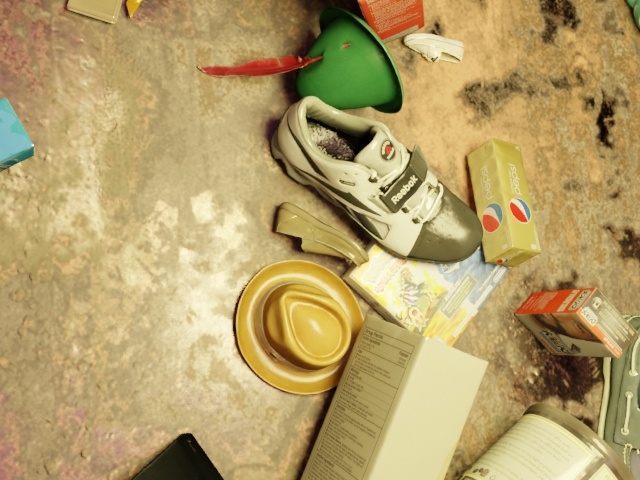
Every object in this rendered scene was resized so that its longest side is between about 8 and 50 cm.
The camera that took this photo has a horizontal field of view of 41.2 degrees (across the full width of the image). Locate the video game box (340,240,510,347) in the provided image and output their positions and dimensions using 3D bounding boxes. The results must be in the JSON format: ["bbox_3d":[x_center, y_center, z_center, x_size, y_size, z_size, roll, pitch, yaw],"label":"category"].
[{"bbox_3d":[0.163,0.039,1.248,0.187,0.048,0.205,42,73,-7],"label":"video game box"}]

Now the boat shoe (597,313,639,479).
[{"bbox_3d":[0.499,0.272,1.301,0.116,0.099,0.319,2,83,-18],"label":"boat shoe"}]

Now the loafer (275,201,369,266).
[{"bbox_3d":[0.000,0.000,1.189,0.148,0.056,0.050,31,90,12],"label":"loafer"}]

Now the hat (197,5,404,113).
[{"bbox_3d":[-0.018,-0.202,1.167,0.184,0.208,0.173,-36,120,-13],"label":"hat"}]

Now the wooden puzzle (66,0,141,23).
[{"bbox_3d":[-0.303,-0.334,1.158,0.116,0.014,0.078,22,73,-15],"label":"wooden puzzle"}]

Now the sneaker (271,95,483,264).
[{"bbox_3d":[0.085,-0.080,1.153,0.331,0.146,0.122,30,71,-2],"label":"sneaker"}]

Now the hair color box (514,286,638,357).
[{"bbox_3d":[0.367,0.121,1.240,0.093,0.167,0.053,46,72,-7],"label":"hair color box"}]

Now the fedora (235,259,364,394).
[{"bbox_3d":[-0.019,0.117,1.161,0.194,0.079,0.194,2,82,-17],"label":"fedora"}]

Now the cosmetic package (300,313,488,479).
[{"bbox_3d":[0.080,0.267,1.104,0.113,0.160,0.309,25,86,-26],"label":"cosmetic package"}]

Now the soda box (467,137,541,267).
[{"bbox_3d":[0.269,-0.057,1.253,0.058,0.061,0.181,9,62,-30],"label":"soda box"}]

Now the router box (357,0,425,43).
[{"bbox_3d":[0.044,-0.455,1.132,0.082,0.301,0.335,-20,89,8],"label":"router box"}]

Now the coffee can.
[{"bbox_3d":[0.268,0.387,1.158,0.275,0.201,0.201,-38,96,-18],"label":"coffee can"}]

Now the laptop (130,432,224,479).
[{"bbox_3d":[-0.226,0.425,1.093,0.264,0.136,0.234,-33,94,7],"label":"laptop"}]

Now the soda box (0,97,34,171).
[{"bbox_3d":[-0.465,-0.094,1.047,0.210,0.067,0.071,-31,94,-19],"label":"soda box"}]

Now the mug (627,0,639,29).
[{"bbox_3d":[0.572,-0.380,1.399,0.097,0.158,0.129,-47,123,-15],"label":"mug"}]

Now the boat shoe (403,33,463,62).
[{"bbox_3d":[0.173,-0.290,1.297,0.100,0.035,0.035,6,79,-24],"label":"boat shoe"}]
